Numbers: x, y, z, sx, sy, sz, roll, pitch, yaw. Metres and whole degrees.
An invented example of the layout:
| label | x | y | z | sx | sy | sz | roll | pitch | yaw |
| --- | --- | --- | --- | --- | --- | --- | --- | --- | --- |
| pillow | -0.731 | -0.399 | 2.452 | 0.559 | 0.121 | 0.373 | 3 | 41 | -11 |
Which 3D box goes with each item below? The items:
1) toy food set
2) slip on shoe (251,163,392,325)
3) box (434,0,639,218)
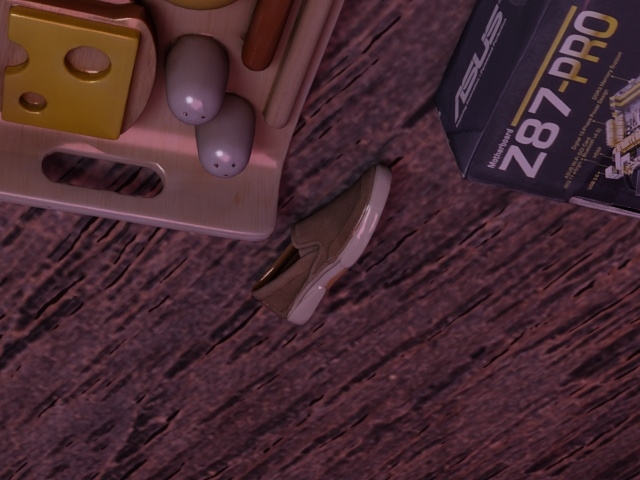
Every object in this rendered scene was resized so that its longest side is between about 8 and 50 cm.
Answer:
| label | x | y | z | sx | sy | sz | roll | pitch | yaw |
| --- | --- | --- | --- | --- | --- | --- | --- | --- | --- |
| toy food set | -0.091 | -0.114 | 0.514 | 0.220 | 0.092 | 0.306 | 9 | 140 | -14 |
| slip on shoe | 0.000 | 0.000 | 0.680 | 0.041 | 0.051 | 0.135 | 27 | 127 | -12 |
| box | 0.281 | -0.176 | 0.544 | 0.318 | 0.097 | 0.394 | 9 | 127 | -17 |
